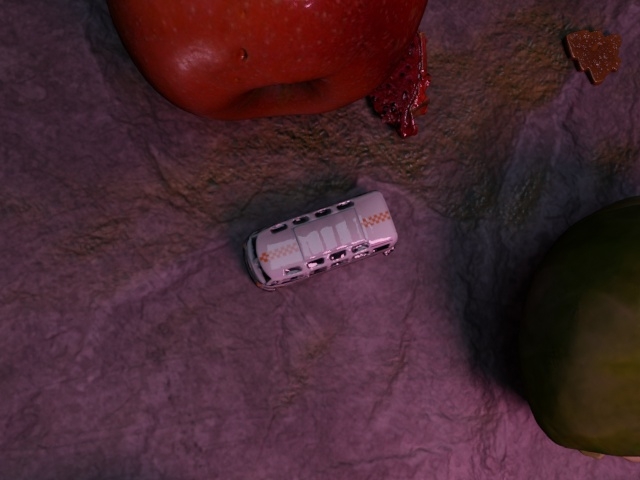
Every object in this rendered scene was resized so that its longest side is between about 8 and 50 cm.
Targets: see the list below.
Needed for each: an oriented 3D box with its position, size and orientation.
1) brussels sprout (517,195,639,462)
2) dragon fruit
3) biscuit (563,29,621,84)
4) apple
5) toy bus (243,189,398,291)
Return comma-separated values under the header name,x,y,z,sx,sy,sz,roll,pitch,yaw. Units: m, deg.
name,x,y,z,sx,sy,sz,roll,pitch,yaw
brussels sprout,0.410,0.099,0.622,0.371,0.276,0.314,5,86,-6
dragon fruit,0.121,-0.206,0.747,0.097,0.063,0.131,-23,81,26
biscuit,0.390,-0.270,0.795,0.092,0.016,0.082,24,86,-2
apple,-0.050,-0.282,0.589,0.348,0.348,0.277,-6,90,-7
toy bus,0.000,0.000,0.681,0.194,0.089,0.087,-18,85,-7
